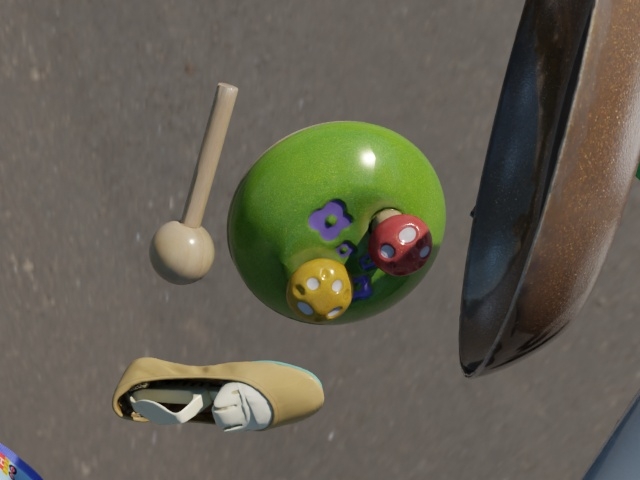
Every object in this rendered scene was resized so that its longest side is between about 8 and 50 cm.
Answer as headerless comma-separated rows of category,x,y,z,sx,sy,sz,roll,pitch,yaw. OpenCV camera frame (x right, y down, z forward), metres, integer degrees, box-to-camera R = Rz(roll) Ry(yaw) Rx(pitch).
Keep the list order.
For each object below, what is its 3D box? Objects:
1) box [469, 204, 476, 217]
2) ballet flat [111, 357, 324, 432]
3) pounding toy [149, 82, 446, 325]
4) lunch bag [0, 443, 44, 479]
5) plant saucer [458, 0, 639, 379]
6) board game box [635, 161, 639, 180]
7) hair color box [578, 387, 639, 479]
box,0.149,-0.051,1.283,0.018,0.083,0.067,43,37,-5
ballet flat,-0.108,0.165,1.782,0.232,0.080,0.073,0,30,30
pounding toy,0.000,0.000,1.407,0.236,0.110,0.183,17,112,-22
lunch bag,-0.246,0.245,1.188,0.293,0.138,0.221,52,27,-24
plant saucer,0.135,-0.071,0.967,0.050,0.310,0.311,13,69,0
board game box,0.342,-0.107,1.373,0.259,0.039,0.124,-31,63,-20
hair color box,0.187,0.164,0.777,0.185,0.374,0.114,34,115,11
